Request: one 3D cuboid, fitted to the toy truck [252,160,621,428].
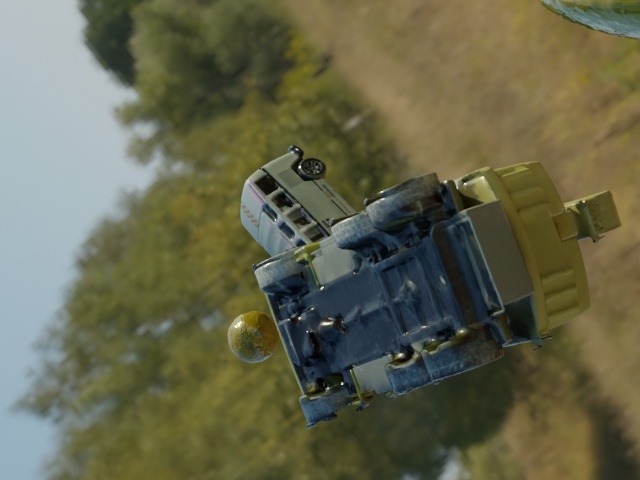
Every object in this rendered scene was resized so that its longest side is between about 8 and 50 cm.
[{"bbox_3d":[0.076,0.027,1.148,0.272,0.157,0.124,-29,80,62],"label":"toy truck"}]

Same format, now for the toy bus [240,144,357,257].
[{"bbox_3d":[0.000,0.000,1.749,0.194,0.089,0.087,46,147,30],"label":"toy bus"}]

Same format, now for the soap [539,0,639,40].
[{"bbox_3d":[0.386,-0.220,1.469,0.306,0.427,0.115,-141,46,-64],"label":"soap"}]

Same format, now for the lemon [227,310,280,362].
[{"bbox_3d":[-0.079,0.115,2.106,0.062,0.062,0.083,54,163,7],"label":"lemon"}]
